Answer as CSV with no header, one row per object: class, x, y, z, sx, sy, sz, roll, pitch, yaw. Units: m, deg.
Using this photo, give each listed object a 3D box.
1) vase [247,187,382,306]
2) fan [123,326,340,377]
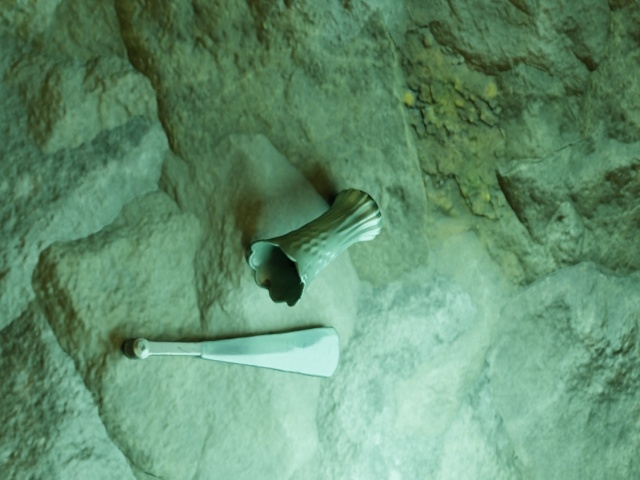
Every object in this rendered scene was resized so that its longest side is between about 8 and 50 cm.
vase,0.000,0.000,2.094,0.148,0.081,0.081,-36,115,-36
fan,-0.088,0.111,2.064,0.282,0.023,0.057,6,90,-41
